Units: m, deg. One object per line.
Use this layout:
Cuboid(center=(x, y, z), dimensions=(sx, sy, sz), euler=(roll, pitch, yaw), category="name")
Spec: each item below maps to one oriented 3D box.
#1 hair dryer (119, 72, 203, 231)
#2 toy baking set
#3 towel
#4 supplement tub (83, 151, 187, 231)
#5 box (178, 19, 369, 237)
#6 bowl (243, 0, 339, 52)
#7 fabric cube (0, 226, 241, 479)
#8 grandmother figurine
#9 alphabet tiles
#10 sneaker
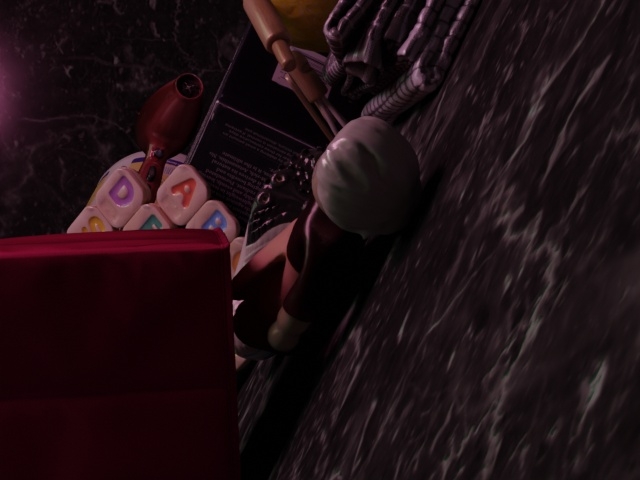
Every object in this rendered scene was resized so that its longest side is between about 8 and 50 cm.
Cuboid(center=(-0.209, -0.093, 1.963), dimensions=(0.223, 0.080, 0.293), euler=(-107, 34, -57), category="hair dryer")
Cuboid(center=(-0.013, -0.177, 1.626), dimensions=(0.030, 0.197, 0.256), euler=(-34, 42, 8), category="toy baking set")
Cuboid(center=(0.094, -0.272, 1.511), dimensions=(0.284, 0.121, 0.235), euler=(-64, 6, -6), category="towel")
Cuboid(center=(-0.269, 0.045, 2.249), dimensions=(0.241, 0.241, 0.331), euler=(-59, 8, 38), category="supplement tub")
Cuboid(center=(-0.073, -0.112, 1.920), dimensions=(0.294, 0.183, 0.296), euler=(-59, 9, 38), category="box")
Cuboid(center=(0.060, -0.337, 1.721), dimensions=(0.156, 0.289, 0.289), euler=(33, 99, 43), category="bowl")
Cuboid(center=(-0.208, 0.125, 1.373), dimensions=(0.254, 0.258, 0.259), euler=(-158, 66, -83), category="fabric cube")
Cuboid(center=(0.000, 0.000, 1.302), dimensions=(0.342, 0.104, 0.208), euler=(123, 163, -61), category="grandmother figurine")
Cuboid(center=(-0.192, 0.056, 1.808), dimensions=(0.278, 0.284, 0.021), euler=(-46, -15, 29), category="alphabet tiles")
Cuboid(center=(-0.038, 0.013, 1.585), dimensions=(0.237, 0.085, 0.086), euler=(-67, -18, 0), category="sneaker")
